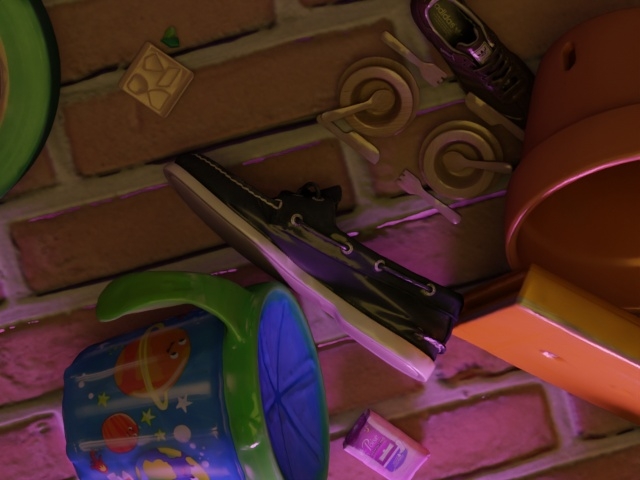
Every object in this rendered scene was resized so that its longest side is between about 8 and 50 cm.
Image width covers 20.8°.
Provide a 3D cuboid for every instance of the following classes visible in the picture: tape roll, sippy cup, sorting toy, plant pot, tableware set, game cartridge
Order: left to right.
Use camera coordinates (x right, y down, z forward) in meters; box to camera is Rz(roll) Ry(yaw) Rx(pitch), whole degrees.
[{"bbox_3d":[-0.425,-0.167,1.756,0.321,0.077,0.321,0,100,0],"label":"tape roll"},{"bbox_3d":[-0.161,-0.175,1.789,0.062,0.012,0.083,35,101,-2],"label":"sorting toy"},{"bbox_3d":[-0.129,0.172,1.752,0.224,0.240,0.306,-11,93,16],"label":"sippy cup"},{"bbox_3d":[0.099,-0.109,1.774,0.194,0.039,0.128,36,113,-6],"label":"tableware set"},{"bbox_3d":[0.304,0.126,1.715,0.323,0.285,0.053,25,79,-5],"label":"game cartridge"},{"bbox_3d":[0.313,-0.085,1.676,0.290,0.291,0.203,-3,58,0],"label":"plant pot"}]

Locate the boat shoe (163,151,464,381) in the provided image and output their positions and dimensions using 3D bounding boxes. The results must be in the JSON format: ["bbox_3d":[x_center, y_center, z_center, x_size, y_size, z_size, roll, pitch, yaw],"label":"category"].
[{"bbox_3d":[0.001,0.000,1.770,0.340,0.127,0.113,37,81,4],"label":"boat shoe"}]

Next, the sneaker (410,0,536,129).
[{"bbox_3d":[0.159,-0.181,1.761,0.188,0.071,0.066,44,97,-7],"label":"sneaker"}]

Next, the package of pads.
[{"bbox_3d":[0.070,0.221,1.853,0.083,0.032,0.050,35,95,-6],"label":"package of pads"}]
